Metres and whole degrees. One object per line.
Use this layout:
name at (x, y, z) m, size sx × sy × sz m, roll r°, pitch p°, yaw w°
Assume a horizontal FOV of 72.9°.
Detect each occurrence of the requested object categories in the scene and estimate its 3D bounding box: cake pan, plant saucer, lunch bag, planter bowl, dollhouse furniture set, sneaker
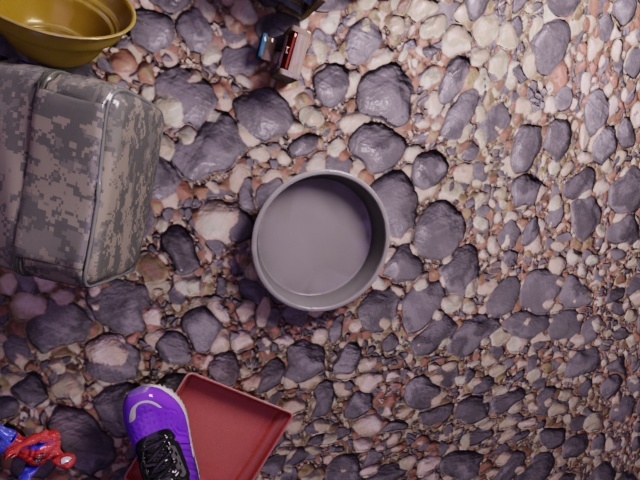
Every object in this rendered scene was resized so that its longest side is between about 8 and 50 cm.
cake pan at (0.000, 0.000, 0.889) m, size 0.292 × 0.054 × 0.294 m, roll -4°, pitch 105°, yaw -17°
plant saucer at (-0.230, 0.421, 0.921) m, size 0.258 × 0.047 × 0.259 m, roll 31°, pitch 93°, yaw -22°
lunch bag at (-0.403, -0.105, 0.648) m, size 0.255 × 0.212 × 0.306 m, roll 12°, pitch 97°, yaw -3°
planter bowl at (-0.393, -0.321, 0.637) m, size 0.216 × 0.217 × 0.090 m, roll 14°, pitch 136°, yaw -21°
dollhouse furniture set at (-0.073, -0.383, 0.730) m, size 0.129 × 0.129 × 0.184 m, roll 13°, pitch 99°, yaw -20°
sneaker at (-0.281, 0.410, 0.797) m, size 0.102 × 0.146 × 0.294 m, roll -18°, pitch 109°, yaw -13°

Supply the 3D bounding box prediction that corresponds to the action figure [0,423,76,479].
action figure at (-0.574, 0.370, 0.752) m, size 0.280 × 0.139 × 0.092 m, roll 31°, pitch 94°, yaw -25°
